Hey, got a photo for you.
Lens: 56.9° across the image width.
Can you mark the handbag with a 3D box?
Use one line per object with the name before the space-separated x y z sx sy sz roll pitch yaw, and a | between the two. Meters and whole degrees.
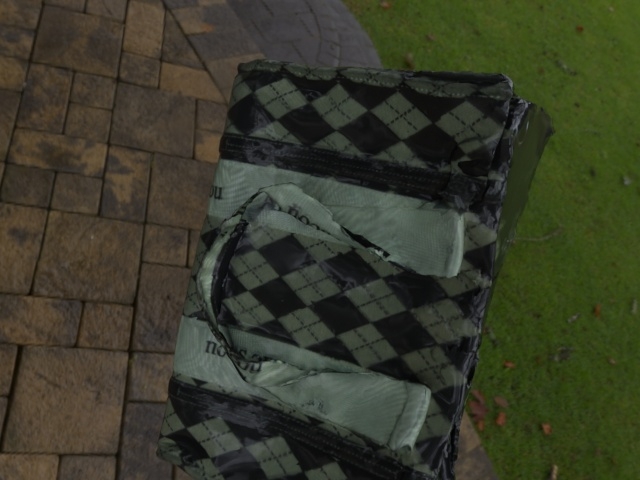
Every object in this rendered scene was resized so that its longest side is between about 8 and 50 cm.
handbag | 0.027 0.059 0.548 0.180 0.317 0.416 9 96 -54
